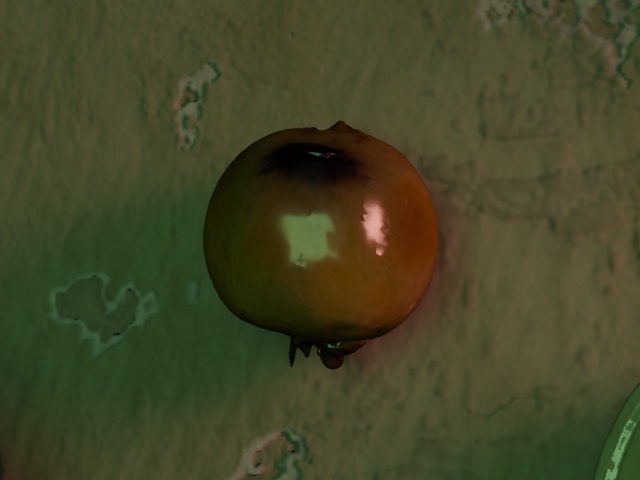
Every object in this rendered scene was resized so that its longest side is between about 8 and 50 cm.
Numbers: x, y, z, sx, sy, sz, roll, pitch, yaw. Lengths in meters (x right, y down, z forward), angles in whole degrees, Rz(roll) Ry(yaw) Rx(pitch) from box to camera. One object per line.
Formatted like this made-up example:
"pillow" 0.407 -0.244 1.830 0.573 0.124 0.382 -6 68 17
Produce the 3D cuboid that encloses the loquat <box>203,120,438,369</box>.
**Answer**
"loquat" 0.000 0.000 1.018 0.163 0.137 0.163 0 83 -3

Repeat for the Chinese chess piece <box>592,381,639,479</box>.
"Chinese chess piece" 0.261 0.159 0.877 0.250 0.101 0.250 -26 54 43
